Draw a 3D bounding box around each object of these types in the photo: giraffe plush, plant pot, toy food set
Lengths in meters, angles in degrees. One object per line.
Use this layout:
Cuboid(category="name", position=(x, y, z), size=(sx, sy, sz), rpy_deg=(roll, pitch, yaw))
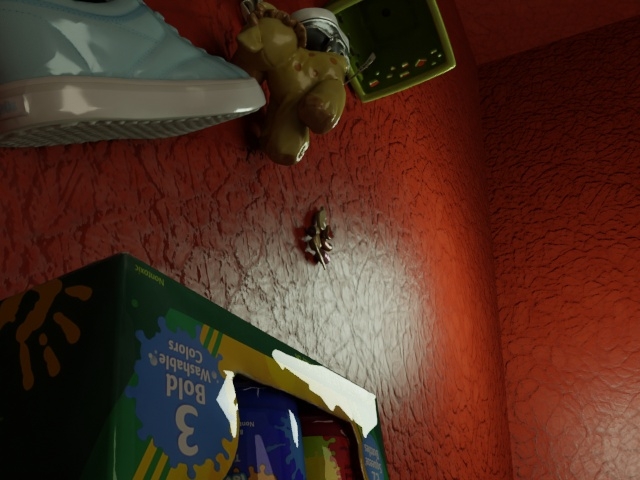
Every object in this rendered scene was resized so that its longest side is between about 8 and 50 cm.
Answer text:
Cuboid(category="giraffe plush", position=(-0.054, -0.236, 0.875), size=(0.170, 0.210, 0.181), rpy_deg=(37, 8, -22))
Cuboid(category="plant pot", position=(0.152, -0.475, 1.369), size=(0.207, 0.227, 0.228), rpy_deg=(-81, 149, -52))
Cuboid(category="toy food set", position=(0.000, 0.000, 1.040), size=(0.122, 0.019, 0.078), rpy_deg=(-69, 141, -63))

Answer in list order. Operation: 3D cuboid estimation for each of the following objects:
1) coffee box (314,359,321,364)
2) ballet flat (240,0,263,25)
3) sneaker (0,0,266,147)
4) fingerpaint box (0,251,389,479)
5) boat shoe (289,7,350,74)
Cuboid(category="coffee box", position=(-0.004, 0.272, 0.866), size=(0.113, 0.040, 0.184), rpy_deg=(47, 38, -50))
Cuboid(category="ballet flat", position=(-0.109, -0.372, 0.955), size=(0.041, 0.041, 0.115), rpy_deg=(-10, 87, -66))
Cuboid(category="sneaker", position=(-0.170, -0.181, 0.606), size=(0.366, 0.135, 0.150), rpy_deg=(-28, 107, -66))
Cuboid(category="fingerpaint box", position=(-0.072, 0.274, 0.509), size=(0.445, 0.163, 0.372), rpy_deg=(43, 33, -52))
Cuboid(category="boat shoe", position=(0.009, -0.366, 1.164), size=(0.219, 0.077, 0.070), rpy_deg=(7, 71, -67))
